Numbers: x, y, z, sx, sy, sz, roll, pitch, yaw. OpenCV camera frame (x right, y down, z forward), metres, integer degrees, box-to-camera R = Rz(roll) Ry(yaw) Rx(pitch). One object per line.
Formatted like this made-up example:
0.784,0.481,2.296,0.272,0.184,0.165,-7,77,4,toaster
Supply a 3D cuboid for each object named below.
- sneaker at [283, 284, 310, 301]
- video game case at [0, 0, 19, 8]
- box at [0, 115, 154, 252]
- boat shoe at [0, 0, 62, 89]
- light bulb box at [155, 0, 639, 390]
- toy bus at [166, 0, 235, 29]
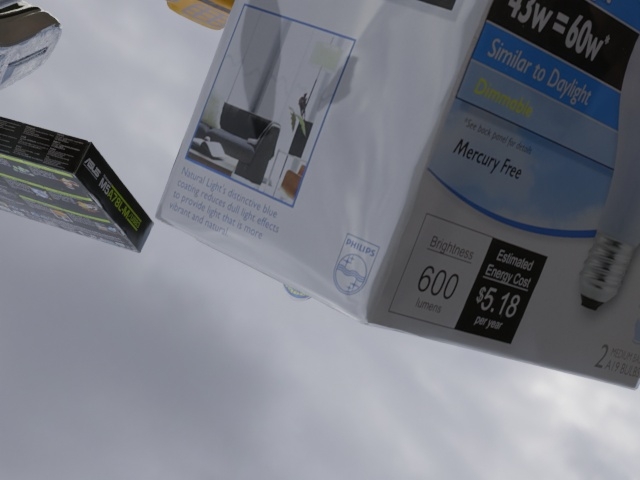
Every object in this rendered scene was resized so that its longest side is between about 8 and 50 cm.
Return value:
0.000,0.000,1.523,0.053,0.059,0.144,27,-124,8,sneaker
-0.225,-0.227,1.053,0.019,0.143,0.157,87,157,-64,video game case
-0.282,-0.064,1.551,0.190,0.045,0.184,16,158,22,box
-0.427,-0.223,1.775,0.119,0.121,0.335,34,-159,8,boat shoe
0.127,-0.115,1.116,0.225,0.361,0.358,25,-174,41,light bulb box
-0.079,-0.349,1.398,0.108,0.130,0.333,21,-109,-32,toy bus
